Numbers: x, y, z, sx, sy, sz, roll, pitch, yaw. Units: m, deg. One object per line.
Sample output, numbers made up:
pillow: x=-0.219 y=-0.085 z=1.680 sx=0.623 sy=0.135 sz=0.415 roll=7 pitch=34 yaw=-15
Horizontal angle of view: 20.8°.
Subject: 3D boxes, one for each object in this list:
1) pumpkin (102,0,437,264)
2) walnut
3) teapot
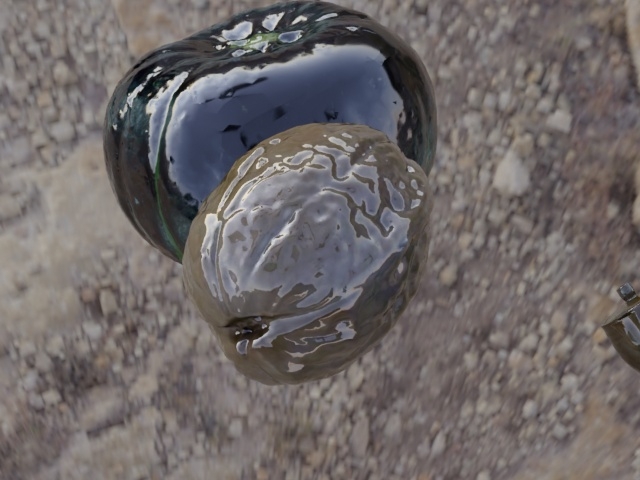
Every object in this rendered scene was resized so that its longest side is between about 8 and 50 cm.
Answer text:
pumpkin: x=-0.048 y=-0.085 z=1.646 sx=0.315 sy=0.238 sz=0.315 roll=-7 pitch=28 yaw=4
walnut: x=-0.001 y=0.001 z=1.327 sx=0.178 sy=0.178 sz=0.230 roll=40 pitch=54 yaw=12
teapot: x=0.272 y=0.058 z=1.351 sx=0.110 sy=0.085 sz=0.080 roll=-36 pitch=87 yaw=26
